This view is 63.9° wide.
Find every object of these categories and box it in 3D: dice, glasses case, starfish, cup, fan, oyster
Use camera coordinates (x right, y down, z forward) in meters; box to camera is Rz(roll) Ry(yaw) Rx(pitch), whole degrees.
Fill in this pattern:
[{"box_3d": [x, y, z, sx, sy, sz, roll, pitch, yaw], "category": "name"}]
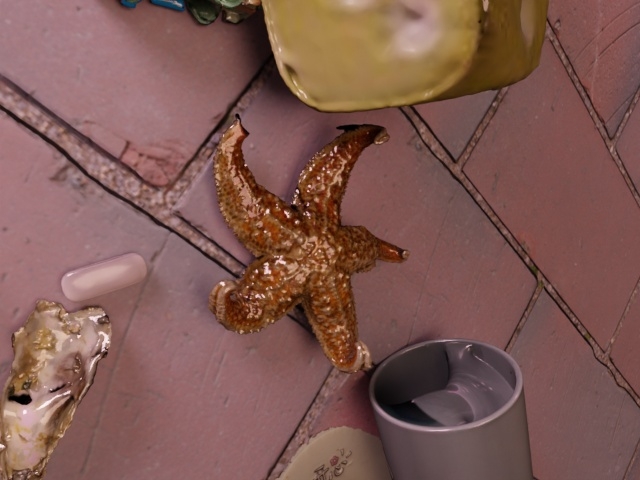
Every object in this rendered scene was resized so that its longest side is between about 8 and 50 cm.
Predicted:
[{"box_3d": [0.092, -0.266, 0.534, 0.227, 0.238, 0.233, -30, 117, -50], "category": "dice"}, {"box_3d": [-0.221, 0.037, 0.527, 0.083, 0.021, 0.032, -21, 110, -30], "category": "glasses case"}, {"box_3d": [0.004, -0.001, 0.625, 0.312, 0.113, 0.303, 17, 88, -32], "category": "starfish"}, {"box_3d": [0.200, 0.324, 0.743, 0.205, 0.205, 0.312, -24, 110, -29], "category": "cup"}, {"box_3d": [0.040, 0.465, 0.769, 0.233, 0.012, 0.414, -22, 108, -29], "category": "fan"}, {"box_3d": [-0.274, 0.152, 0.500, 0.106, 0.061, 0.200, 35, 74, -14], "category": "oyster"}]

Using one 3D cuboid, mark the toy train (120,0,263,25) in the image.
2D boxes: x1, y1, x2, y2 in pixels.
[{"box_3d": [-0.139, -0.280, 0.510, 0.188, 0.072, 0.099, -1, 90, -34], "category": "toy train"}]
